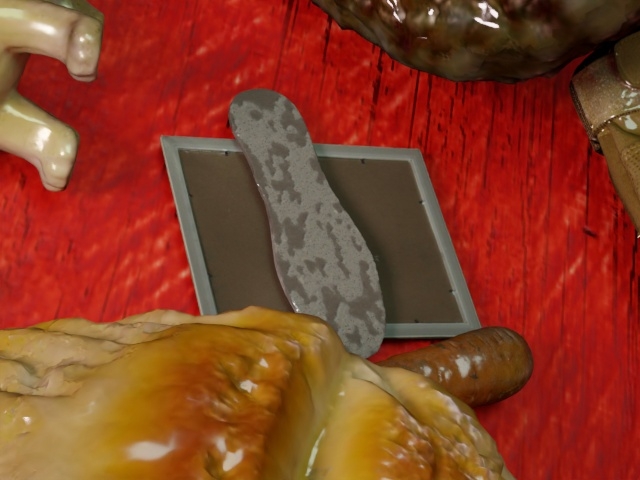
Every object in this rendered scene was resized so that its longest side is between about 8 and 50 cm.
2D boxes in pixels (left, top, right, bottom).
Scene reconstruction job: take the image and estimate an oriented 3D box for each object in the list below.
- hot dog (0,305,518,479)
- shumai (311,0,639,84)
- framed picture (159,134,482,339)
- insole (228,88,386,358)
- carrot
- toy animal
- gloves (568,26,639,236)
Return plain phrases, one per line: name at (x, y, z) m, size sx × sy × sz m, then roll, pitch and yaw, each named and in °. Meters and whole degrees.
hot dog at (-0.044, 0.203, 0.630) m, size 0.367 × 0.196 × 0.365 m, roll 26°, pitch 50°, yaw -17°
shumai at (0.169, -0.279, 1.054) m, size 0.348 × 0.395 × 0.395 m, roll 3°, pitch 52°, yaw -54°
framed picture at (0.000, 0.000, 0.923) m, size 0.183 × 0.011 × 0.142 m, roll 1°, pitch 56°, yaw -28°
insole at (-0.009, -0.012, 0.915) m, size 0.065 × 0.006 × 0.193 m, roll -6°, pitch 59°, yaw -31°
carrot at (0.040, 0.086, 0.862) m, size 0.191 × 0.047 × 0.047 m, roll -14°, pitch 64°, yaw -31°
toy animal at (-0.195, -0.117, 0.838) m, size 0.168 × 0.121 × 0.233 m, roll 20°, pitch 45°, yaw 0°
gloves at (0.290, -0.006, 1.005) m, size 0.154 × 0.141 × 0.331 m, roll 16°, pitch 34°, yaw -52°
